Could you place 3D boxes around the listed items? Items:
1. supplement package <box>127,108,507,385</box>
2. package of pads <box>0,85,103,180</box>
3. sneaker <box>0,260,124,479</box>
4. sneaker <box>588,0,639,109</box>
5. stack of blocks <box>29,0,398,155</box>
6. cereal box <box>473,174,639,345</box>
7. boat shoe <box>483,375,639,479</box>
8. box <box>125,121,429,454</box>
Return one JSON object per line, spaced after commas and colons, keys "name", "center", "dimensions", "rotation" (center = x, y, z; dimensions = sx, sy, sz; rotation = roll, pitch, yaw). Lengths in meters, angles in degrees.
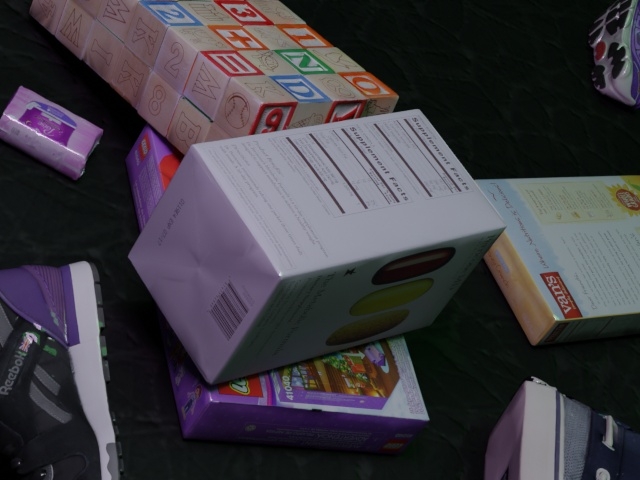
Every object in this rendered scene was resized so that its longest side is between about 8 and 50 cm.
{"name": "supplement package", "center": [0.000, 0.000, 1.368], "dimensions": [0.244, 0.139, 0.134], "rotation": [-13, 58, -41]}
{"name": "package of pads", "center": [-0.230, -0.091, 1.471], "dimensions": [0.083, 0.032, 0.050], "rotation": [29, 39, -8]}
{"name": "sneaker", "center": [-0.212, 0.138, 1.232], "dimensions": [0.124, 0.107, 0.283], "rotation": [0, 46, -16]}
{"name": "sneaker", "center": [0.349, -0.213, 1.982], "dimensions": [0.071, 0.068, 0.170], "rotation": [34, 46, -26]}
{"name": "stack of blocks", "center": [-0.097, -0.164, 1.531], "dimensions": [0.171, 0.087, 0.297], "rotation": [-8, 41, -47]}
{"name": "cereal box", "center": [0.264, 0.015, 1.700], "dimensions": [0.240, 0.047, 0.173], "rotation": [-3, 53, -36]}
{"name": "boat shoe", "center": [0.209, 0.254, 1.364], "dimensions": [0.158, 0.127, 0.340], "rotation": [21, 41, -5]}
{"name": "box", "center": [-0.041, 0.037, 1.458], "dimensions": [0.201, 0.057, 0.293], "rotation": [9, 47, -29]}
